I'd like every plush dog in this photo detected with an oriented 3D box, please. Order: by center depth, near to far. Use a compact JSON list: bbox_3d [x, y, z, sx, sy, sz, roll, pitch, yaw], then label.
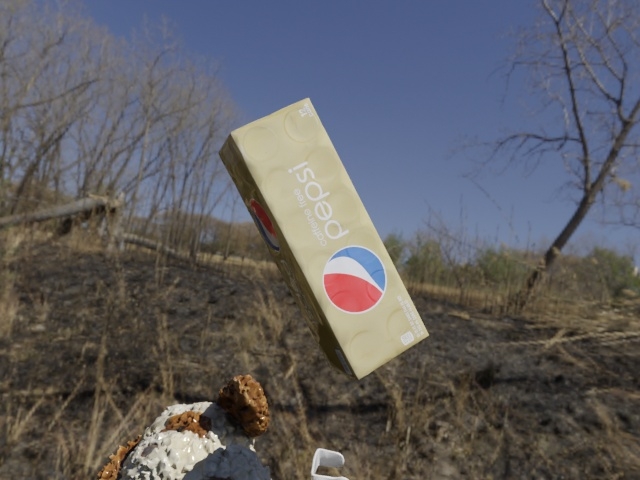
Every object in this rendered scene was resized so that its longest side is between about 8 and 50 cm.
[{"bbox_3d":[-0.122,0.255,0.573,0.262,0.225,0.210,-30,-53,14],"label":"plush dog"}]

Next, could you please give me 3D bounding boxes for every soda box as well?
[{"bbox_3d":[0.000,0.000,0.413,0.061,0.181,0.058,-28,5,-17],"label":"soda box"}]

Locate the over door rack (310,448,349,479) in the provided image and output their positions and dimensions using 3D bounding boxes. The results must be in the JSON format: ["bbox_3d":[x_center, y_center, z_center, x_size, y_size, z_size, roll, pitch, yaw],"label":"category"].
[{"bbox_3d":[0.118,0.368,0.564,0.324,0.239,0.108,7,9,25],"label":"over door rack"}]
